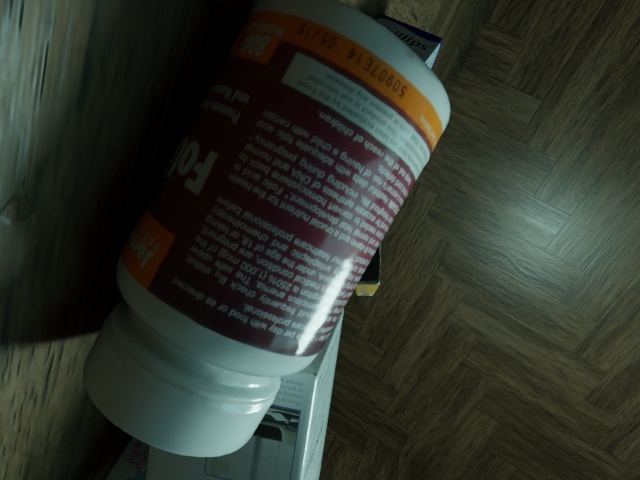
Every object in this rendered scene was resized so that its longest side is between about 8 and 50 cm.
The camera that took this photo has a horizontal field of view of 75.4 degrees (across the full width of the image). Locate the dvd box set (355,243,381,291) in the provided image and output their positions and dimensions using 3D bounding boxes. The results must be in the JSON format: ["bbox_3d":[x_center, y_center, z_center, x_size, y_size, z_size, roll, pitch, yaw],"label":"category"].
[{"bbox_3d":[0.125,-0.015,1.108,0.420,0.062,0.308,65,27,-77],"label":"dvd box set"}]

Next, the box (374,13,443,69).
[{"bbox_3d":[0.121,-0.310,0.718,0.137,0.126,0.072,-54,166,-29],"label":"box"}]

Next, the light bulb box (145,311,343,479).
[{"bbox_3d":[-0.106,0.312,0.716,0.358,0.225,0.362,-24,123,-80],"label":"light bulb box"}]

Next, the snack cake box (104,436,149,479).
[{"bbox_3d":[-0.320,0.432,0.775,0.265,0.089,0.152,-59,167,-8],"label":"snack cake box"}]

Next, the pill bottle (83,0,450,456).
[{"bbox_3d":[-0.059,-0.009,0.428,0.392,0.224,0.224,-61,169,2],"label":"pill bottle"}]
